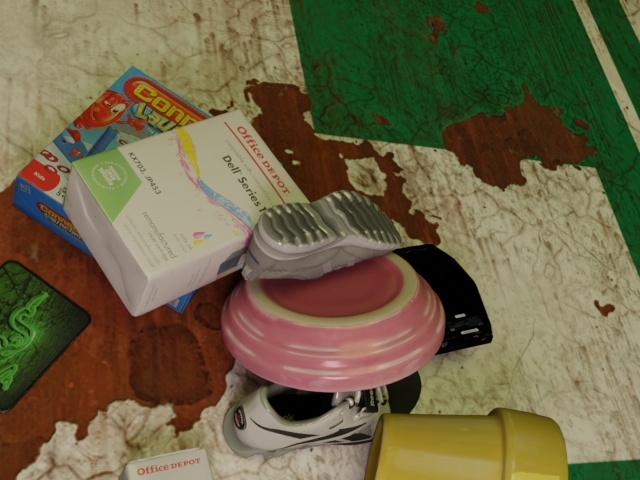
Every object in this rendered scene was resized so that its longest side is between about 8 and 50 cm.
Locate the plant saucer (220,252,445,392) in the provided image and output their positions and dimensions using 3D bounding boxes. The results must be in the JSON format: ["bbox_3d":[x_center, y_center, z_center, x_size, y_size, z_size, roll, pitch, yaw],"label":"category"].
[{"bbox_3d":[0.018,0.091,1.173,0.332,0.084,0.332,-1,28,1],"label":"plant saucer"}]

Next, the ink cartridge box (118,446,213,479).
[{"bbox_3d":[-0.189,0.355,1.023,0.109,0.063,0.150,-4,61,-27],"label":"ink cartridge box"}]

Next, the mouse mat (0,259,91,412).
[{"bbox_3d":[-0.430,0.127,1.097,0.152,0.007,0.190,36,52,0],"label":"mouse mat"}]

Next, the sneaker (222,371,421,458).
[{"bbox_3d":[0.034,0.230,1.163,0.330,0.146,0.122,-10,63,-32],"label":"sneaker"}]

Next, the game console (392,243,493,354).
[{"bbox_3d":[0.098,0.108,1.317,0.361,0.044,0.213,-8,46,-20],"label":"game console"}]

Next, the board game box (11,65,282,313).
[{"bbox_3d":[-0.263,-0.090,1.267,0.308,0.086,0.302,33,51,-2],"label":"board game box"}]

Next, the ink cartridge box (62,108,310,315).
[{"bbox_3d":[-0.162,-0.061,1.163,0.353,0.119,0.207,-26,71,-36],"label":"ink cartridge box"}]

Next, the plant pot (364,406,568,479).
[{"bbox_3d":[0.185,0.347,1.106,0.239,0.254,0.254,13,53,1],"label":"plant pot"}]

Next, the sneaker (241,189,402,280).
[{"bbox_3d":[0.000,0.000,1.150,0.281,0.115,0.105,-2,53,-43],"label":"sneaker"}]
